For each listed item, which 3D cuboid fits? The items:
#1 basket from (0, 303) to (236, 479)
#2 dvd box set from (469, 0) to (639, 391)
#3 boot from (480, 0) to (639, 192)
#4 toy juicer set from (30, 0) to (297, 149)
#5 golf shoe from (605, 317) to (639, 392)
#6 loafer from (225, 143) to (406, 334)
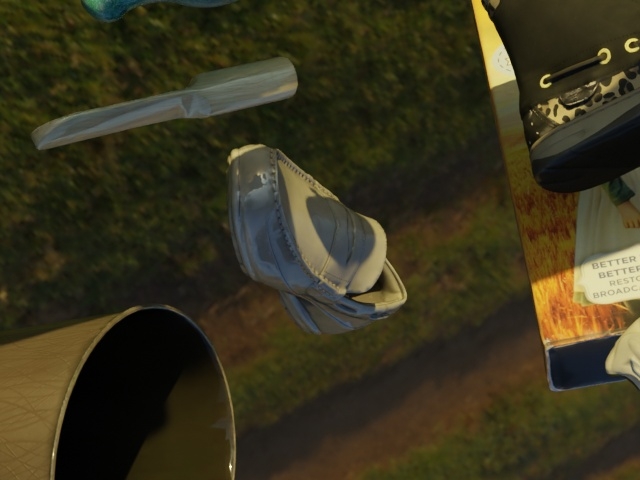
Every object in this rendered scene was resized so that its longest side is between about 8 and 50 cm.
[{"bbox_3d":[-0.186,0.122,0.706,0.204,0.226,0.154,-32,114,-70],"label":"basket"},{"bbox_3d":[0.287,-0.098,1.029,0.307,0.420,0.062,-10,139,8],"label":"dvd box set"},{"bbox_3d":[0.220,-0.156,0.887,0.236,0.179,0.085,-28,149,20],"label":"boot"},{"bbox_3d":[-0.041,-0.195,0.844,0.209,0.089,0.329,1,132,-48],"label":"toy juicer set"},{"bbox_3d":[0.250,0.117,0.837,0.086,0.176,0.069,-42,167,33],"label":"golf shoe"},{"bbox_3d":[0.000,0.000,1.165,0.111,0.112,0.319,-7,160,13],"label":"loafer"}]
